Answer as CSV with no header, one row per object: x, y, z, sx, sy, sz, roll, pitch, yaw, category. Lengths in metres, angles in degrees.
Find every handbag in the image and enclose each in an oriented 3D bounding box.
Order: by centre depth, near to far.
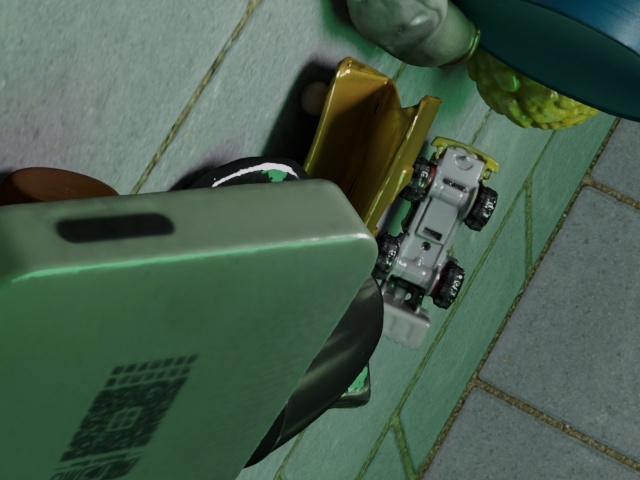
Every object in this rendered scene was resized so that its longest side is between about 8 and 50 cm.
0.000,0.000,1.927,0.401,0.133,0.283,-65,169,7,handbag

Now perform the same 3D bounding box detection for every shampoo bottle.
0.358,-0.358,2.006,0.343,0.331,0.331,-64,164,-6,shampoo bottle

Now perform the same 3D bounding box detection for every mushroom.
0.095,-0.250,1.876,0.109,0.097,0.351,-24,166,11,mushroom

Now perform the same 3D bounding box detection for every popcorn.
0.305,-0.272,2.283,0.258,0.224,0.270,-47,152,-64,popcorn

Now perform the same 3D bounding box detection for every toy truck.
0.144,0.000,2.365,0.111,0.136,0.286,-90,-156,-79,toy truck

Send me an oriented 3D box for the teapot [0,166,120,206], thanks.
-0.201,0.008,1.318,0.173,0.116,0.116,-27,140,-62,teapot

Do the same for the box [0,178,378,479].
-0.172,0.110,1.307,0.367,0.090,0.373,-5,140,-42,box

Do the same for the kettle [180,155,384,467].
-0.058,0.076,1.681,0.271,0.251,0.207,-21,150,-45,kettle
